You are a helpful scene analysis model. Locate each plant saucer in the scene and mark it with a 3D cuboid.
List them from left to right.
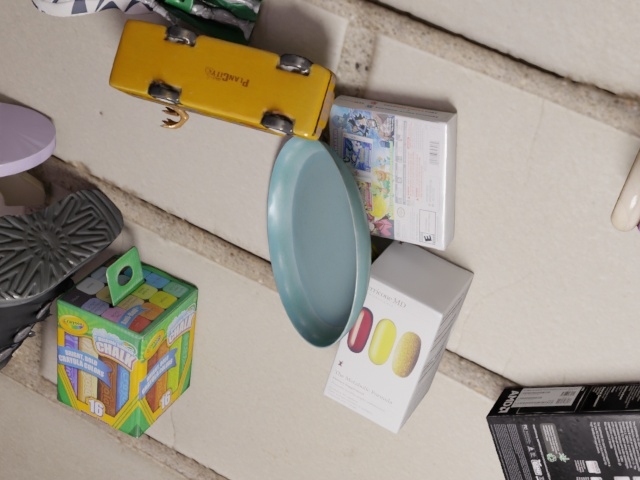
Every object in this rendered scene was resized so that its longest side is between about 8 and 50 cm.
[{"bbox_3d":[0.000,0.000,1.787,0.317,0.043,0.318,174,90,-66],"label":"plant saucer"}]

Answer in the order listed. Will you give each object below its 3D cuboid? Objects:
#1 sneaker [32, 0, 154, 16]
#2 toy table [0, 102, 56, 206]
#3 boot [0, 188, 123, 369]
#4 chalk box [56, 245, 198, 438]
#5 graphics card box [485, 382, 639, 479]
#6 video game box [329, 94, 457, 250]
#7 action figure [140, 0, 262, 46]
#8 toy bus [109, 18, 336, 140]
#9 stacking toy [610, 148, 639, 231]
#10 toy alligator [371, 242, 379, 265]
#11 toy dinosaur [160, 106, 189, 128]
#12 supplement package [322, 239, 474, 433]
[{"bbox_3d":[-0.340,-0.421,1.817,0.235,0.094,0.153,7,117,27],"label":"sneaker"},{"bbox_3d":[-0.591,-0.120,2.051,0.274,0.252,0.161,5,134,-8],"label":"toy table"},{"bbox_3d":[-0.574,0.115,2.082,0.445,0.367,0.146,-39,81,39],"label":"boot"},{"bbox_3d":[-0.330,0.153,2.072,0.179,0.180,0.289,22,126,19],"label":"chalk box"},{"bbox_3d":[0.449,0.327,1.769,0.371,0.094,0.233,-9,111,32],"label":"graphics card box"},{"bbox_3d":[0.105,-0.099,1.764,0.187,0.048,0.205,12,121,23],"label":"video game box"},{"bbox_3d":[-0.201,-0.359,1.742,0.232,0.063,0.137,19,123,-4],"label":"action figure"},{"bbox_3d":[-0.140,-0.229,1.758,0.332,0.130,0.108,16,88,15],"label":"toy bus"},{"bbox_3d":[0.541,-0.020,1.508,0.330,0.141,0.141,23,125,12],"label":"stacking toy"},{"bbox_3d":[0.051,0.016,1.830,0.051,0.056,0.190,49,164,32],"label":"toy alligator"},{"bbox_3d":[-0.207,-0.227,1.865,0.211,0.064,0.112,31,126,12],"label":"toy dinosaur"},{"bbox_3d":[0.116,0.143,1.834,0.139,0.134,0.244,26,126,15],"label":"supplement package"}]
